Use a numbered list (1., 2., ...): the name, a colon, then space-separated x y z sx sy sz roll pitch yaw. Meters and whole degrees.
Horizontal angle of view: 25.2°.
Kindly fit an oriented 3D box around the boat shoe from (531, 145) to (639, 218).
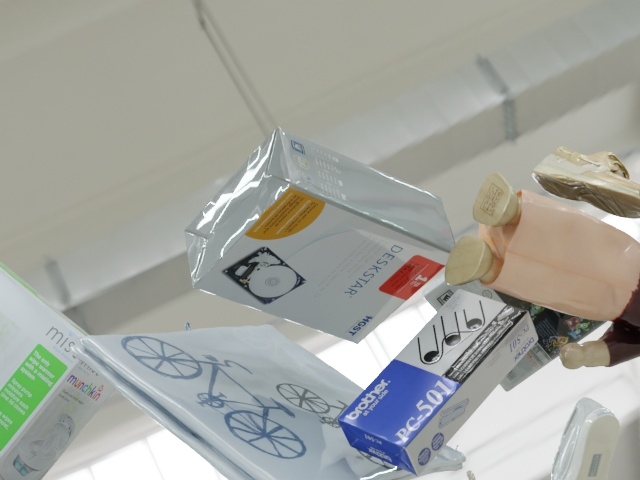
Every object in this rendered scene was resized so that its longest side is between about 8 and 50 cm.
1. boat shoe: 0.306 -0.071 1.572 0.059 0.170 0.063 -53 -51 -11

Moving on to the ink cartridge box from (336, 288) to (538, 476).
1. ink cartridge box: 0.122 0.141 1.462 0.207 0.097 0.046 -44 -51 -26

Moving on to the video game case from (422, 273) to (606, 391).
1. video game case: 0.257 0.084 1.874 0.173 0.022 0.190 -37 -70 12

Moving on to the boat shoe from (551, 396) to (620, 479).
1. boat shoe: 0.317 0.282 1.791 0.066 0.063 0.184 -1 -66 -21

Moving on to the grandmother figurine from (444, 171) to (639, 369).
1. grandmother figurine: 0.308 0.037 1.460 0.342 0.104 0.207 22 -74 -19

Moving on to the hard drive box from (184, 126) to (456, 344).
1. hard drive box: 0.000 0.000 1.552 0.232 0.089 0.181 20 -51 -33

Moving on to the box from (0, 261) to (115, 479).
1. box: -0.420 0.167 1.824 0.231 0.262 0.127 -51 -26 -7

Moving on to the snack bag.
1. snack bag: -0.049 0.180 1.536 0.343 0.323 0.037 -1 -62 -56

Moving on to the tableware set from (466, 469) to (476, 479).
1. tableware set: 0.228 0.395 2.055 0.194 0.128 0.039 -47 -25 -71
